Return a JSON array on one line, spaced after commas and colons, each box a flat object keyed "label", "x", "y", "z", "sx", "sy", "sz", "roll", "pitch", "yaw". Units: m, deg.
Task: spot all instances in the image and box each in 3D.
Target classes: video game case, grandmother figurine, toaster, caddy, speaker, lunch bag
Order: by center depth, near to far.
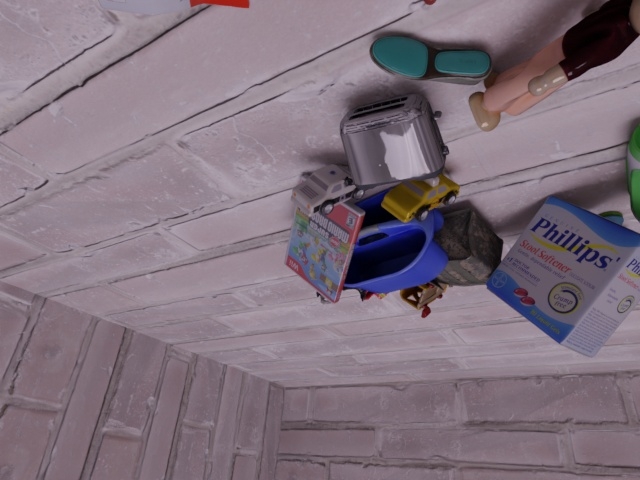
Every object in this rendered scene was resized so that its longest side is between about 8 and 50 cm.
[{"label": "grandmother figurine", "x": 0.387, "y": -0.283, "z": 0.654, "sx": 0.104, "sy": 0.207, "sz": 0.342, "roll": 36, "pitch": 161, "yaw": -16}, {"label": "toaster", "x": 0.134, "y": -0.196, "z": 0.885, "sx": 0.227, "sy": 0.129, "sz": 0.146, "roll": -6, "pitch": 121, "yaw": 26}, {"label": "speaker", "x": 0.730, "y": -0.133, "z": 0.938, "sx": 0.131, "sy": 0.131, "sz": 0.296, "roll": -14, "pitch": 146, "yaw": 30}, {"label": "video game case", "x": 0.000, "y": 0.000, "z": 1.141, "sx": 0.025, "sy": 0.204, "sz": 0.285, "roll": -22, "pitch": 137, "yaw": -42}, {"label": "caddy", "x": 0.162, "y": 0.002, "z": 1.153, "sx": 0.341, "sy": 0.241, "sz": 0.179, "roll": -21, "pitch": 148, "yaw": 39}, {"label": "lunch bag", "x": 0.343, "y": 0.041, "z": 1.271, "sx": 0.287, "sy": 0.168, "sz": 0.235, "roll": -10, "pitch": 152, "yaw": 39}]

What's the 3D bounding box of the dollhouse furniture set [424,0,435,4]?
[{"label": "dollhouse furniture set", "x": 0.254, "y": -0.418, "z": 0.528, "sx": 0.374, "sy": 0.152, "sz": 0.201, "roll": 7, "pitch": 156, "yaw": 34}]

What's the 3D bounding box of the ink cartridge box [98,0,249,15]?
[{"label": "ink cartridge box", "x": -0.230, "y": -0.424, "z": 0.644, "sx": 0.233, "sy": 0.066, "sz": 0.189, "roll": 10, "pitch": 150, "yaw": 0}]

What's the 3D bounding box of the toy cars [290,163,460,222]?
[{"label": "toy cars", "x": 0.131, "y": -0.128, "z": 1.010, "sx": 0.394, "sy": 0.176, "sz": 0.087, "roll": 3, "pitch": 133, "yaw": 2}]

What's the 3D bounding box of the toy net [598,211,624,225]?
[{"label": "toy net", "x": 0.729, "y": -0.009, "z": 1.246, "sx": 0.232, "sy": 0.045, "sz": 0.122, "roll": -20, "pitch": 144, "yaw": 40}]

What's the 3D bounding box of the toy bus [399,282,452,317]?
[{"label": "toy bus", "x": 0.359, "y": 0.148, "z": 1.504, "sx": 0.104, "sy": 0.191, "sz": 0.202, "roll": 33, "pitch": 170, "yaw": 34}]

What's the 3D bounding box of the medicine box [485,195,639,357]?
[{"label": "medicine box", "x": 0.608, "y": 0.080, "z": 1.078, "sx": 0.149, "sy": 0.263, "sz": 0.289, "roll": 23, "pitch": 105, "yaw": -30}]

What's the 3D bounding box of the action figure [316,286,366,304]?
[{"label": "action figure", "x": 0.051, "y": 0.127, "z": 1.490, "sx": 0.276, "sy": 0.140, "sz": 0.164, "roll": 16, "pitch": 138, "yaw": -21}]

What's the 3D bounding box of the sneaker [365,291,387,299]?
[{"label": "sneaker", "x": 0.230, "y": 0.163, "z": 1.572, "sx": 0.209, "sy": 0.094, "sz": 0.081, "roll": -21, "pitch": 140, "yaw": 36}]

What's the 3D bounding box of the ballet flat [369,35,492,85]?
[{"label": "ballet flat", "x": 0.189, "y": -0.307, "z": 0.778, "sx": 0.213, "sy": 0.072, "sz": 0.068, "roll": 8, "pitch": -179, "yaw": 0}]
